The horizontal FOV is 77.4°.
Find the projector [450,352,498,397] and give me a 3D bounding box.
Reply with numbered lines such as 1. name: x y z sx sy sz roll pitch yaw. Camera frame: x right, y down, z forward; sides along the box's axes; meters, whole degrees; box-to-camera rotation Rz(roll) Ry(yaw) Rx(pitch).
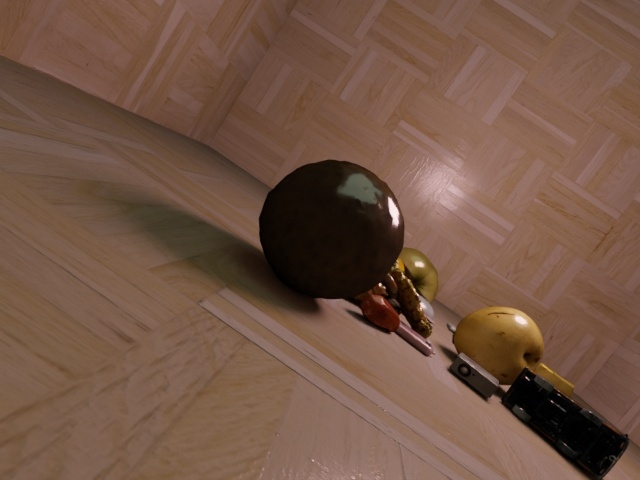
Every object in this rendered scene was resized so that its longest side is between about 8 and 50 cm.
1. projector: 0.507 0.445 1.320 0.147 0.061 0.115 37 6 25

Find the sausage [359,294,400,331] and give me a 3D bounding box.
1. sausage: 0.193 0.230 1.255 0.179 0.089 0.089 41 1 -38

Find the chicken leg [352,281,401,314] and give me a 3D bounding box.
1. chicken leg: 0.119 0.128 1.418 0.409 0.182 0.295 41 -10 -6

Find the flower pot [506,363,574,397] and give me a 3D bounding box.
1. flower pot: 0.846 0.576 1.517 0.195 0.179 0.195 35 4 -3

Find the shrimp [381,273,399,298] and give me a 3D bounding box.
1. shrimp: 0.208 0.154 1.513 0.178 0.075 0.289 55 -6 8

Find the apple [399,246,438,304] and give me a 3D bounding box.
1. apple: 0.511 0.203 2.329 0.312 0.319 0.360 12 4 -15

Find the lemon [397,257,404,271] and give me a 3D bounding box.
1. lemon: 0.353 0.157 2.129 0.188 0.188 0.257 36 13 13

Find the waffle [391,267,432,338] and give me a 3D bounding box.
1. waffle: 0.326 0.231 1.464 0.291 0.051 0.290 157 -90 -87

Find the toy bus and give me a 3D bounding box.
1. toy bus: 0.785 0.579 1.291 0.323 0.161 0.194 37 4 43

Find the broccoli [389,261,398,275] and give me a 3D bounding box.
1. broccoli: 0.163 0.021 1.714 0.348 0.281 0.293 47 3 -22

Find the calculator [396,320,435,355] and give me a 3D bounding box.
1. calculator: 0.314 0.328 1.353 0.175 0.032 0.100 36 7 17

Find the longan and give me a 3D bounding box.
1. longan: 0.024 -0.027 1.081 0.391 0.391 0.391 34 6 -4

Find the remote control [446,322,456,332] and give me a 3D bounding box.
1. remote control: 0.759 0.502 2.283 0.061 0.029 0.162 37 6 9

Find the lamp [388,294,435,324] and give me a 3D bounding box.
1. lamp: 0.420 0.292 1.818 0.246 0.107 0.179 35 2 12

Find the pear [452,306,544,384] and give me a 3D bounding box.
1. pear: 0.685 0.400 1.547 0.309 0.309 0.309 34 6 -4
